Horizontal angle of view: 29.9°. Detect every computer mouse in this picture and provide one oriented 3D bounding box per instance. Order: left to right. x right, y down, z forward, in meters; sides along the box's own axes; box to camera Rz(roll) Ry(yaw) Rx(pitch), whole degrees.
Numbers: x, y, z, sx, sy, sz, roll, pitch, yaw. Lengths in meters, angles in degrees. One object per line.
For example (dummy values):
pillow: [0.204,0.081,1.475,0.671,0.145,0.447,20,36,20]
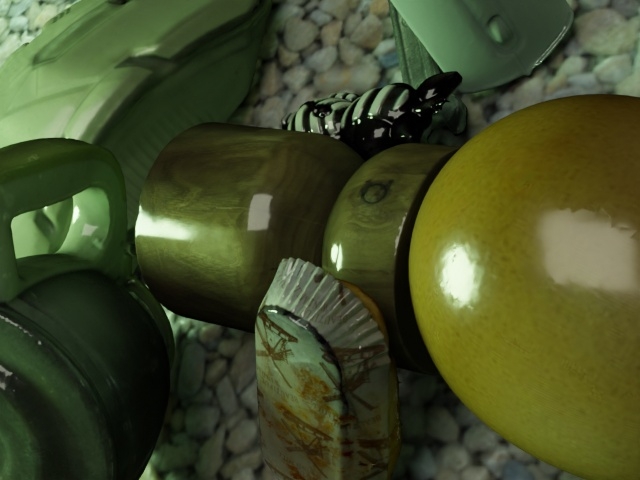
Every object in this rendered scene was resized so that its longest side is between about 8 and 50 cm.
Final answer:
computer mouse: [-0.219,-0.149,1.195,0.228,0.145,0.429,18,64,40]
computer mouse: [0.115,-0.233,1.022,0.128,0.231,0.079,-37,10,16]

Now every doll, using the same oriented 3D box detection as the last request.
doll: [0.036,-0.101,1.077,0.219,0.067,0.091,-4,42,49]

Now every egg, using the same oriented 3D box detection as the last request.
egg: [0.211,0.039,0.786,0.322,0.250,0.250,29,84,28]

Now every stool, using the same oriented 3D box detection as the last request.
stool: [0.000,0.000,0.988,0.264,0.179,0.179,9,72,36]

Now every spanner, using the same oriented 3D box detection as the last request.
spanner: [0.084,-0.206,1.144,0.071,0.017,0.301,-26,56,25]

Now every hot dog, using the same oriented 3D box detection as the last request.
hot dog: [0.003,0.114,0.901,0.131,0.252,0.069,27,53,24]

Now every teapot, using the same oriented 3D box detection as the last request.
teapot: [-0.251,0.083,1.025,0.240,0.321,0.239,-17,14,25]

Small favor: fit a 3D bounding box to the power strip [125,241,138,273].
power strip: [-0.303,-0.037,1.289,0.367,0.043,0.106,22,79,39]
